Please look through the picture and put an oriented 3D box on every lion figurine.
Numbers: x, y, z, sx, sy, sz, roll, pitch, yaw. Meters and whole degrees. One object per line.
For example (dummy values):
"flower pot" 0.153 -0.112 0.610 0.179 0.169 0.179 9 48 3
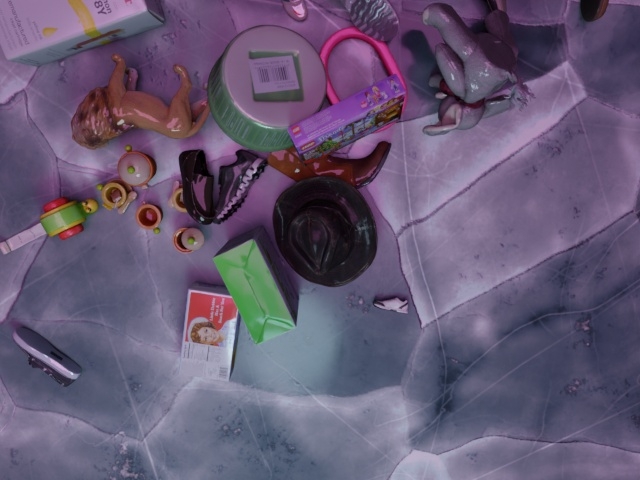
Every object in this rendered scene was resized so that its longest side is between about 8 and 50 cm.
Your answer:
"lion figurine" -0.452 -0.340 1.436 0.392 0.142 0.240 8 81 5

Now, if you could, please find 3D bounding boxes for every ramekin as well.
"ramekin" -0.129 -0.391 1.389 0.303 0.148 0.304 2 84 -17

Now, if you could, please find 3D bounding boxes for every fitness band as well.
"fitness band" 0.113 -0.434 1.486 0.209 0.054 0.291 -29 101 5

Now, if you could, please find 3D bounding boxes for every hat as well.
"hat" 0.000 0.000 1.480 0.331 0.134 0.331 5 114 12

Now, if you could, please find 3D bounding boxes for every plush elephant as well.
"plush elephant" 0.379 -0.405 1.409 0.271 0.255 0.330 -15 71 -32

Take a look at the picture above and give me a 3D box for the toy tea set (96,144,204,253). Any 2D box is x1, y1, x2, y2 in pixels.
"toy tea set" -0.453 -0.103 1.506 0.336 0.124 0.200 34 99 -7

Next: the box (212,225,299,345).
"box" -0.165 0.112 1.498 0.126 0.231 0.262 -24 101 4

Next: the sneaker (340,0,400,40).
"sneaker" 0.106 -0.642 1.414 0.281 0.115 0.105 43 131 -7

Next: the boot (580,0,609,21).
"boot" 0.764 -0.723 1.416 0.115 0.112 0.305 7 99 -13

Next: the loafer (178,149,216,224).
"loafer" -0.330 -0.151 1.487 0.078 0.080 0.220 -21 82 37

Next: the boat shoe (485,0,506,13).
"boat shoe" 0.429 -0.686 1.440 0.079 0.084 0.233 -15 111 39

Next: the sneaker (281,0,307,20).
"sneaker" -0.084 -0.656 1.428 0.057 0.075 0.161 -24 100 4

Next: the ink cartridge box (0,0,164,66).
"ink cartridge box" -0.636 -0.643 1.382 0.384 0.160 0.279 -18 101 3

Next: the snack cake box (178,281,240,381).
"snack cake box" -0.319 0.267 1.598 0.152 0.089 0.264 9 100 -1

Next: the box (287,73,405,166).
"box" 0.068 -0.296 1.379 0.293 0.201 0.057 -26 82 2

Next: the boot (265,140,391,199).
"boot" 0.025 -0.240 1.523 0.280 0.096 0.264 40 105 0

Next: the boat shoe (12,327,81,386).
"boat shoe" -0.825 0.353 1.620 0.228 0.080 0.076 40 96 -15

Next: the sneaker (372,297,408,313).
"sneaker" 0.208 0.188 1.619 0.109 0.040 0.044 11 84 -6

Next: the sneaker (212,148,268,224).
"sneaker" -0.251 -0.156 1.527 0.106 0.078 0.234 38 104 5

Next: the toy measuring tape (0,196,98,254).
"toy measuring tape" -0.774 -0.035 1.522 0.330 0.121 0.121 -24 100 4
